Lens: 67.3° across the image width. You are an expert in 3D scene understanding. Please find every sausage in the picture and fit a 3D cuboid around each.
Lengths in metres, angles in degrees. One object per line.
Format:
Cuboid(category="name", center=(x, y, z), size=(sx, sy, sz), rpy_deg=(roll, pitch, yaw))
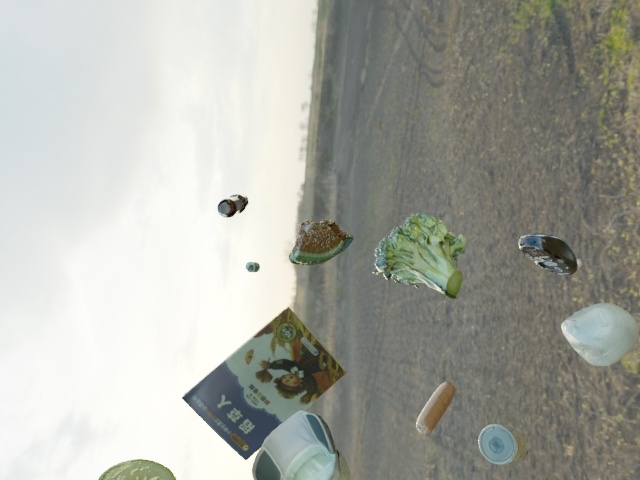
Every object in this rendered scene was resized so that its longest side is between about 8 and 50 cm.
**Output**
Cuboid(category="sausage", center=(0.517, 0.743, 2.146), size=(0.289, 0.086, 0.086), rpy_deg=(-41, -31, -39))

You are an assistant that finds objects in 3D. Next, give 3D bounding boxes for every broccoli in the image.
Cuboid(category="broccoli", center=(0.300, 0.049, 1.362), size=(0.245, 0.288, 0.248), rpy_deg=(33, 150, 38))

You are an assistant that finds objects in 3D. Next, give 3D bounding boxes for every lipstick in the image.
Cuboid(category="lipstick", center=(-0.321, -0.133, 1.791), size=(0.418, 0.077, 0.077), rpy_deg=(-103, 18, -82))

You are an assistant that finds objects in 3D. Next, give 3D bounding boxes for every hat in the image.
Cuboid(category="hat", center=(-0.038, 0.572, 1.212), size=(0.275, 0.232, 0.161), rpy_deg=(51, 177, 39))

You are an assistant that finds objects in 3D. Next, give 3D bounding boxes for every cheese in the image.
Cuboid(category="cheese", center=(0.871, 0.284, 1.481), size=(0.189, 0.198, 0.154), rpy_deg=(-43, 19, 5))

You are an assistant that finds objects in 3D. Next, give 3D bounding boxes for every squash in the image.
Cuboid(category="squash", center=(-0.489, 0.671, 1.291), size=(0.219, 0.219, 0.041), rpy_deg=(-101, 30, -83))

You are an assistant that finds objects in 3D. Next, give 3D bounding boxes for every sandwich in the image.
Cuboid(category="sandwich", center=(0.008, 0.009, 1.695), size=(0.079, 0.235, 0.159), rpy_deg=(-139, 47, -68))

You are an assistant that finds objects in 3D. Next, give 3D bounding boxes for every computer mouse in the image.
Cuboid(category="computer mouse", center=(0.817, 0.036, 1.713), size=(0.137, 0.233, 0.096), rpy_deg=(-15, 44, 62))

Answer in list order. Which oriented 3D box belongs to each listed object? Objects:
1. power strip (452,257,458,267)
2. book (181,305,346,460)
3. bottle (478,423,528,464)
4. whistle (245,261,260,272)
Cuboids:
Cuboid(category="power strip", center=(0.404, 0.106, 1.996), size=(0.261, 0.229, 0.141), rpy_deg=(-175, 97, -73))
Cuboid(category="book", center=(-0.170, 0.446, 1.497), size=(0.300, 0.428, 0.039), rpy_deg=(49, 179, -13))
Cuboid(category="bottle", center=(0.601, 0.663, 1.554), size=(0.253, 0.120, 0.120), rpy_deg=(35, -128, -50))
Cuboid(category="whistle", center=(-0.209, 0.082, 1.469), size=(0.100, 0.035, 0.035), rpy_deg=(16, -102, -80))
